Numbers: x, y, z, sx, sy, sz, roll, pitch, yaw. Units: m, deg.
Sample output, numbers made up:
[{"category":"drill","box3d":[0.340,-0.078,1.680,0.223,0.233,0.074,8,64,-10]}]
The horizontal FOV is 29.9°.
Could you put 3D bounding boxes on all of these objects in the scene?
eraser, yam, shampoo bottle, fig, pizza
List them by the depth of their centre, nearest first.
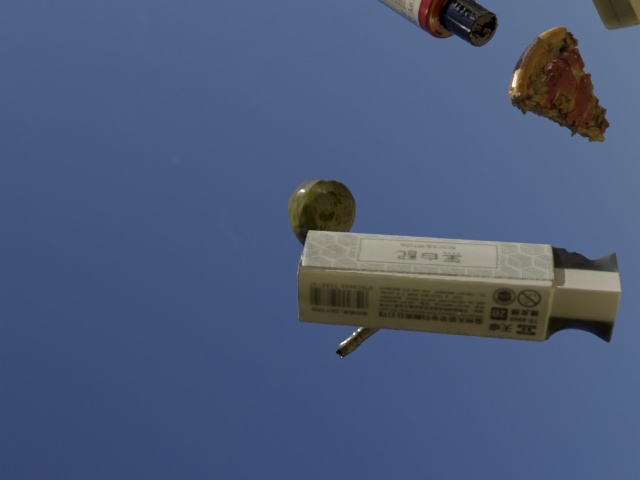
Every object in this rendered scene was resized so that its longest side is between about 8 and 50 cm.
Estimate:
[{"category":"eraser","box3d":[0.175,0.058,1.546,0.096,0.404,0.098,-81,-6,-53]},{"category":"yam","box3d":[0.075,0.139,1.848,0.027,0.129,0.033,41,-170,-48]},{"category":"pizza","box3d":[0.390,-0.228,1.861,0.199,0.062,0.188,43,-122,-15]},{"category":"shampoo bottle","box3d":[0.178,-0.398,1.947,0.278,0.104,0.104,42,-172,39]},{"category":"fig","box3d":[0.000,0.000,2.108,0.124,0.124,0.236,38,-134,-45]}]

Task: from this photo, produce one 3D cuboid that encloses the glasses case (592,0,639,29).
[{"category":"glasses case","box3d":[0.480,-0.520,2.044,0.313,0.070,0.131,57,-131,-26]}]
